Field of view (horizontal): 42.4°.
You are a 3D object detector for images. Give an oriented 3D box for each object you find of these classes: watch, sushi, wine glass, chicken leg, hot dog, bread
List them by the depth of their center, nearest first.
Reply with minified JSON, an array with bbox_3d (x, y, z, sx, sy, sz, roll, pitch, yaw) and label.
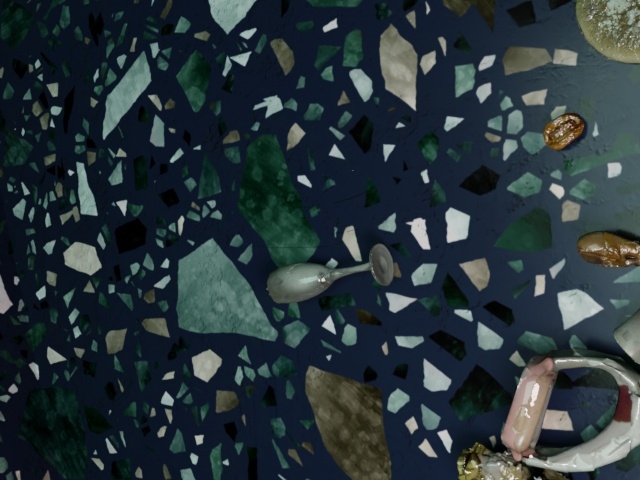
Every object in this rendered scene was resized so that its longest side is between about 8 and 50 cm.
[{"bbox_3d":[0.642,0.123,1.487,0.231,0.103,0.103,-49,66,29],"label":"wine glass"},{"bbox_3d":[0.599,-0.459,1.528,0.267,0.040,0.267,2,94,34],"label":"bread"},{"bbox_3d":[0.583,0.022,1.542,0.198,0.085,0.069,12,75,20],"label":"chicken leg"},{"bbox_3d":[0.498,0.328,1.583,0.241,0.162,0.253,19,104,20],"label":"watch"},{"bbox_3d":[0.478,-0.214,1.625,0.083,0.035,0.058,-39,67,29],"label":"hot dog"},{"bbox_3d":[0.416,0.492,1.647,0.291,0.139,0.131,19,109,19],"label":"sushi"},{"bbox_3d":[0.000,0.000,1.925,0.309,0.096,0.264,-13,87,35],"label":"wine glass"}]
